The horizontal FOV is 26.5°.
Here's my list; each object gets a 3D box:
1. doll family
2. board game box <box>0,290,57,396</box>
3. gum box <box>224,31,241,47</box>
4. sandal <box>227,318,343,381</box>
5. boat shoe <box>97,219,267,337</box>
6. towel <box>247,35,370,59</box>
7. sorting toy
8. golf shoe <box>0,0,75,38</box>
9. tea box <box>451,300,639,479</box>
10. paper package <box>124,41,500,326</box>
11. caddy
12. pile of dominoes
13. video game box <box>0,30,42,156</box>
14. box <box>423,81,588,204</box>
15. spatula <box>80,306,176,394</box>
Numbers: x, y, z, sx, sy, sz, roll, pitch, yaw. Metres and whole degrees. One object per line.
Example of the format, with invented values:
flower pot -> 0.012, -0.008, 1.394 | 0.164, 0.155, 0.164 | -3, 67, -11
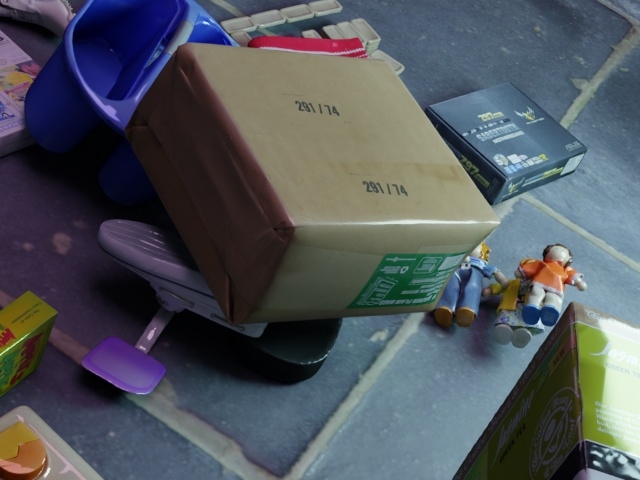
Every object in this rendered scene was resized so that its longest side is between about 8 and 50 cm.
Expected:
doll family -> 0.225, 0.058, 1.842 | 0.263, 0.118, 0.163 | 13, 42, 12
board game box -> -0.353, 0.134, 1.400 | 0.043, 0.092, 0.181 | 35, 38, 11
gum box -> -0.217, -0.298, 2.033 | 0.184, 0.041, 0.157 | 44, 40, 23
sandal -> 0.002, 0.002, 1.755 | 0.168, 0.107, 0.445 | 22, 38, -6
boat shoe -> -0.161, 0.051, 1.574 | 0.226, 0.075, 0.083 | 23, 25, 8
towel -> 0.016, -0.228, 2.040 | 0.199, 0.031, 0.275 | -2, 39, -21
sorting toy -> -0.295, 0.262, 1.329 | 0.193, 0.038, 0.208 | 40, 39, 17
golf shoe -> -0.419, -0.331, 1.949 | 0.176, 0.069, 0.086 | 39, 59, 21
tea box -> 0.283, 0.305, 1.384 | 0.220, 0.329, 0.323 | 20, 36, -8
paper package -> -0.010, -0.066, 1.587 | 0.325, 0.168, 0.309 | -1, 49, -41
caddy -> -0.228, -0.211, 1.765 | 0.241, 0.179, 0.341 | 38, 35, -16
pile of dominoes -> -0.013, -0.298, 2.178 | 0.251, 0.040, 0.196 | -18, 57, -33
video game box -> -0.442, -0.189, 1.765 | 0.187, 0.048, 0.205 | 39, 39, 18
box -> 0.288, -0.159, 2.156 | 0.233, 0.059, 0.183 | -19, 55, -44
spatula -> -0.184, 0.091, 1.603 | 0.084, 0.030, 0.296 | 30, 37, 3
